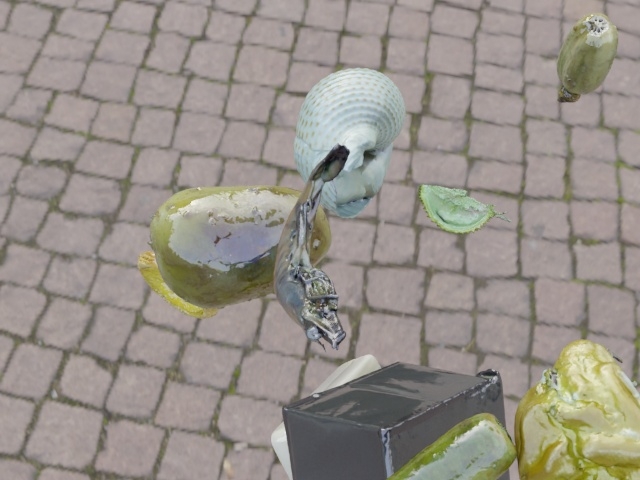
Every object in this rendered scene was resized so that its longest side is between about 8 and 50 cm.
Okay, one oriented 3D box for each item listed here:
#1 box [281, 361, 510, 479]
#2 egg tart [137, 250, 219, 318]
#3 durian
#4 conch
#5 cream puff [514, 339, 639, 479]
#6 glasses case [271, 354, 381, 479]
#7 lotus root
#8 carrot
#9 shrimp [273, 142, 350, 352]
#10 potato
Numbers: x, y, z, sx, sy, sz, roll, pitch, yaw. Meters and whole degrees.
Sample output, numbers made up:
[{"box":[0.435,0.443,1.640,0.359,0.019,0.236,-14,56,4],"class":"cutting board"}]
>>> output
[{"box":[0.117,0.365,1.417,0.251,0.345,0.205,-15,15,-42],"class":"box"},{"box":[-0.269,0.075,1.957,0.191,0.191,0.074,27,66,15],"class":"egg tart"},{"box":[0.301,-0.066,2.171,0.215,0.100,0.086,19,63,-9],"class":"durian"},{"box":[0.044,-0.212,2.161,0.215,0.302,0.319,22,38,23],"class":"conch"},{"box":[0.311,0.243,1.122,0.221,0.195,0.194,45,57,-18],"class":"cream puff"},{"box":[0.034,0.302,1.647,0.131,0.070,0.313,63,28,-3],"class":"glasses case"},{"box":[0.440,-0.299,1.666,0.077,0.183,0.090,-5,56,-9],"class":"lotus root"},{"box":[0.061,0.315,1.093,0.359,0.074,0.074,-38,62,-1],"class":"carrot"},{"box":[0.000,0.000,1.069,0.051,0.198,0.262,11,17,-16],"class":"shrimp"},{"box":[-0.131,0.005,1.672,0.308,0.173,0.210,-10,98,-10],"class":"potato"}]
